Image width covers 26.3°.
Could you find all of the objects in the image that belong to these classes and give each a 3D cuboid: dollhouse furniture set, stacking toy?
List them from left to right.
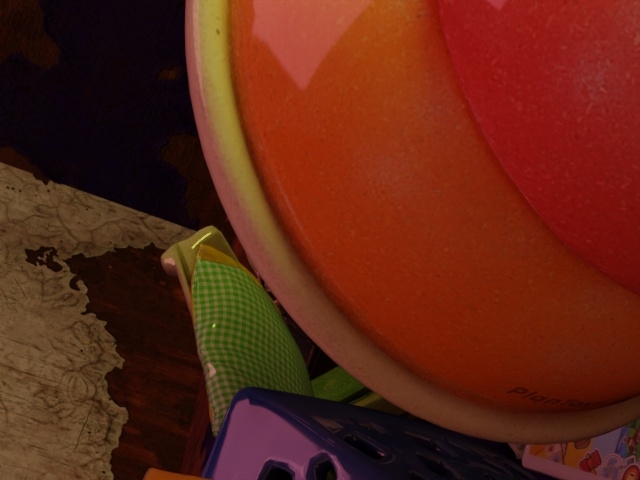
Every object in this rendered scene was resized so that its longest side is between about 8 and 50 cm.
[{"bbox_3d":[0.029,0.120,0.953,0.301,0.151,0.197,62,-177,-45],"label":"dollhouse furniture set"},{"bbox_3d":[0.200,-0.112,0.505,0.480,0.350,0.350,-18,51,55],"label":"stacking toy"}]

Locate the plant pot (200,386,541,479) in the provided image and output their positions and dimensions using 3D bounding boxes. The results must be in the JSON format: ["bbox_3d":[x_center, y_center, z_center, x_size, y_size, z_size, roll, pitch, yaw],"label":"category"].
[{"bbox_3d":[0.057,0.235,0.766,0.212,0.236,0.236,19,89,44],"label":"plant pot"}]

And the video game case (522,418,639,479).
[{"bbox_3d":[0.217,0.041,0.765,0.206,0.026,0.227,7,77,59],"label":"video game case"}]

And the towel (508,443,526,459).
[{"bbox_3d":[0.151,-0.058,1.002,0.332,0.053,0.317,62,139,34],"label":"towel"}]

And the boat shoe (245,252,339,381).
[{"bbox_3d":[0.000,0.000,1.071,0.132,0.130,0.355,58,137,37],"label":"boat shoe"}]

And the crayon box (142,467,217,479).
[{"bbox_3d":[-0.048,0.269,0.599,0.202,0.081,0.318,4,58,35],"label":"crayon box"}]
